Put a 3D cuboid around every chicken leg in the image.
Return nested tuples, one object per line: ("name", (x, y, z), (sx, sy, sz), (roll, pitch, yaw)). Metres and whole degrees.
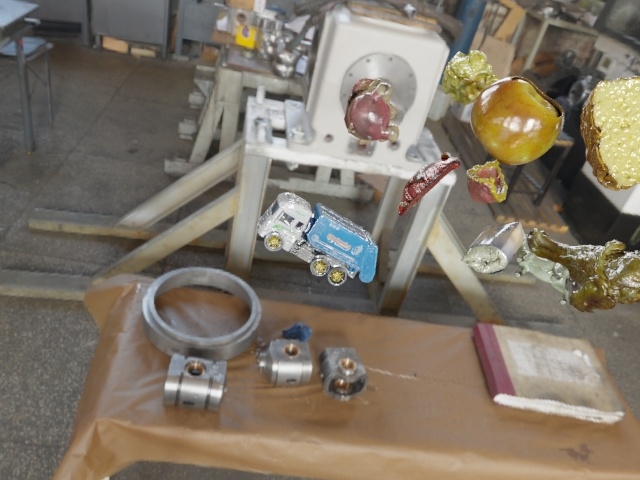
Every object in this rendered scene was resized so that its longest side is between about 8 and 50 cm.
("chicken leg", (0.737, 0.091, 1.481), (0.140, 0.211, 0.361), (33, -13, -35))

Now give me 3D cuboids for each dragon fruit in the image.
("dragon fruit", (0.447, -0.261, 2.204), (0.343, 0.282, 0.100), (-40, 85, -8))

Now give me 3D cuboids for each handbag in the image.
("handbag", (0.460, 0.023, 1.410), (0.117, 0.095, 0.173), (-12, 20, 46))

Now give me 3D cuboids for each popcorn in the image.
("popcorn", (0.530, -0.579, 1.884), (0.185, 0.187, 0.167), (38, 65, -24))

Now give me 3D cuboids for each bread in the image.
("bread", (0.724, -0.250, 1.287), (0.160, 0.261, 0.147), (-15, -9, 9))

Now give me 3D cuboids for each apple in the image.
("apple", (0.532, -0.325, 1.437), (0.237, 0.207, 0.237), (35, 35, -29))

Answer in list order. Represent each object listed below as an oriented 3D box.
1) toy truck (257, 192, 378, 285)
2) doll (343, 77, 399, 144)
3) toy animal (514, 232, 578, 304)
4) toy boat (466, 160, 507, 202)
("toy truck", (0.000, 0.000, 1.563), (0.367, 0.175, 0.146), (28, 14, -17))
("doll", (0.151, -0.378, 1.573), (0.152, 0.196, 0.256), (18, 11, -11))
("toy animal", (0.583, 0.063, 1.408), (0.217, 0.073, 0.176), (36, 37, 22))
("toy boat", (0.508, -0.177, 1.616), (0.141, 0.099, 0.318), (38, 27, 6))
